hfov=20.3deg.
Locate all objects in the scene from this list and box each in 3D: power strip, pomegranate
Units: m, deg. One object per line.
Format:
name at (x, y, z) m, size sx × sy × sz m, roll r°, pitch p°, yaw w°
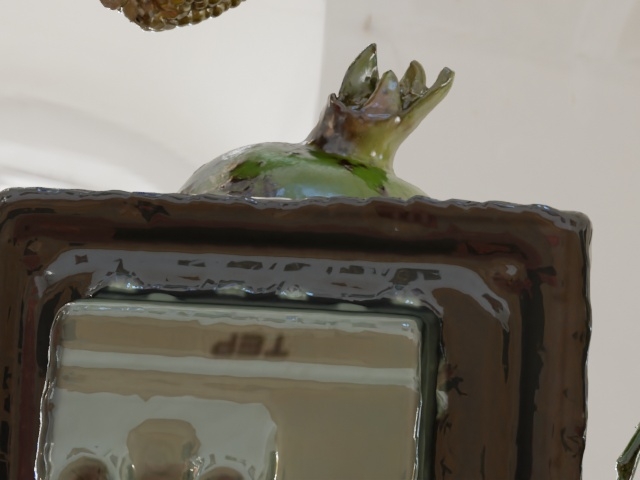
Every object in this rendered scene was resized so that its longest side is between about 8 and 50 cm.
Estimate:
power strip at (-0.025, 0.104, 0.710) m, size 0.257 × 0.251 × 0.092 m, roll 2°, pitch -6°, yaw 10°
pomegranate at (0.000, 0.000, 1.143) m, size 0.211 × 0.211 × 0.263 m, roll 16°, pitch -85°, yaw -11°

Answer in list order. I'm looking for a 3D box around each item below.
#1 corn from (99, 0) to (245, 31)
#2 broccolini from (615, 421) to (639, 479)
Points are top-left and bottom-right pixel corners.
corn at (-0.031, -0.217, 1.199) m, size 0.086 × 0.288 × 0.086 m, roll 30°, pitch -44°, yaw 34°
broccolini at (0.202, 0.167, 1.140) m, size 0.052 × 0.194 × 0.054 m, roll 8°, pitch -8°, yaw 6°
